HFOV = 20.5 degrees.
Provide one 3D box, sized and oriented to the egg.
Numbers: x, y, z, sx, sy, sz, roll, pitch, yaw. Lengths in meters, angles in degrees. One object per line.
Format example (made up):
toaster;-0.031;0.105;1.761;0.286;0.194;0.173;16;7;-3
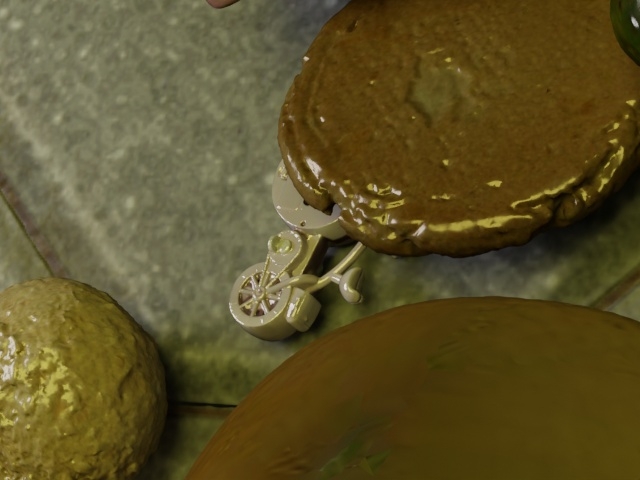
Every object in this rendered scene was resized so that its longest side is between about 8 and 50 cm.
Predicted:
egg;-0.145;0.086;0.999;0.118;0.116;0.140;-17;58;-5

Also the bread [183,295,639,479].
bread;0.046;0.204;0.701;0.348;0.253;0.376;4;47;32

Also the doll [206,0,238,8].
doll;0.037;-0.218;1.025;0.262;0.093;0.211;-36;29;0

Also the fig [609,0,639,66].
fig;0.259;-0.129;0.848;0.233;0.167;0.167;4;72;22

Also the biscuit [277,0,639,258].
biscuit;0.086;-0.079;0.964;0.226;0.042;0.226;-11;53;14

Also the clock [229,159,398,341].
clock;0.000;0.000;1.002;0.087;0.041;0.129;19;75;35
